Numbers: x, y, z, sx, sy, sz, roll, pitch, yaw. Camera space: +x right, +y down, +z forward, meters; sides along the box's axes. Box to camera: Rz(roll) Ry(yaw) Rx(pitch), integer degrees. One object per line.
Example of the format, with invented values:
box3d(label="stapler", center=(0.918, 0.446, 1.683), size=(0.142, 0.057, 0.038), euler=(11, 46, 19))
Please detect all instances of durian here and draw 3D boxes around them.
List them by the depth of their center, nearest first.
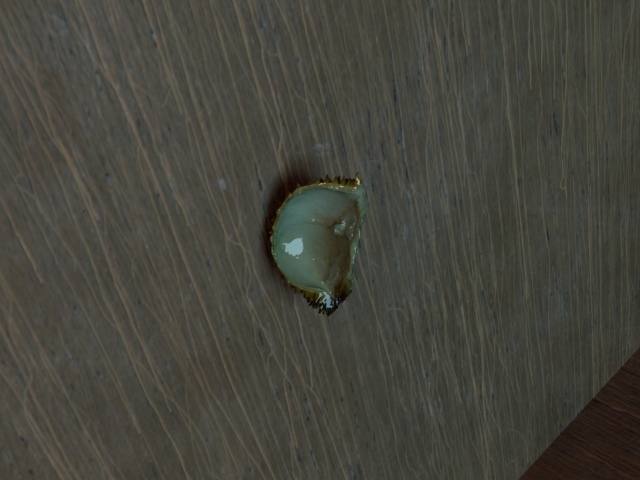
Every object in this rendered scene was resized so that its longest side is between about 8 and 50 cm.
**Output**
box3d(label="durian", center=(0.000, 0.000, 1.396), size=(0.144, 0.139, 0.252), euler=(-1, 110, -41))
